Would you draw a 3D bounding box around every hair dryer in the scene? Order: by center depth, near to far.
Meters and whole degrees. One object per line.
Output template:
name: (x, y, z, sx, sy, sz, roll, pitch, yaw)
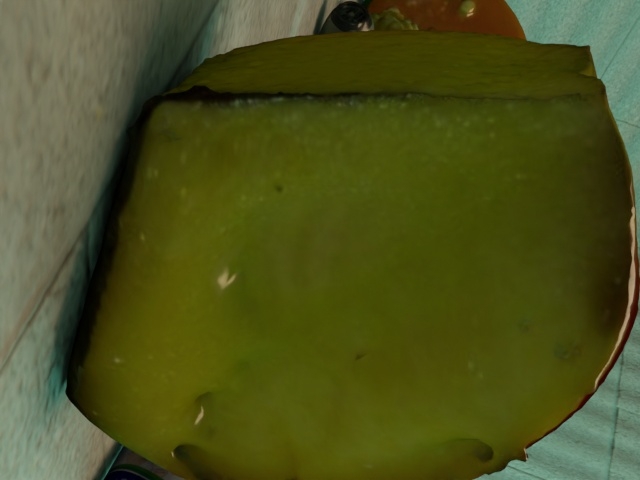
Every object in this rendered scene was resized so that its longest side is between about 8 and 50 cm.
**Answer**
hair dryer: (0.078, -0.195, 1.360, 0.092, 0.267, 0.229, -39, 176, -30)

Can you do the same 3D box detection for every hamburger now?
hamburger: (0.239, -0.362, 1.896, 0.277, 0.396, 0.395, 138, -27, -83)

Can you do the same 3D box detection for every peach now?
peach: (0.012, 0.014, 0.641, 0.242, 0.380, 0.306, -60, 144, -72)

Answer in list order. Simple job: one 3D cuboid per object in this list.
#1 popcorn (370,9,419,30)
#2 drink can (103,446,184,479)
popcorn: (0.081, -0.272, 1.512, 0.218, 0.169, 0.189, -39, -161, 57)
drink can: (-0.160, 0.226, 0.973, 0.235, 0.097, 0.097, -65, 175, -61)
